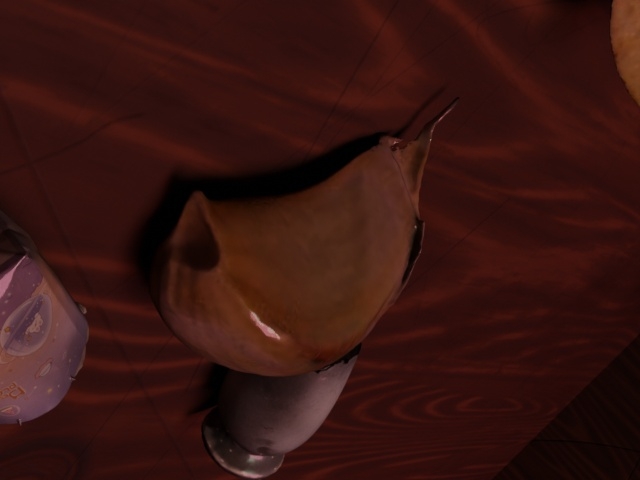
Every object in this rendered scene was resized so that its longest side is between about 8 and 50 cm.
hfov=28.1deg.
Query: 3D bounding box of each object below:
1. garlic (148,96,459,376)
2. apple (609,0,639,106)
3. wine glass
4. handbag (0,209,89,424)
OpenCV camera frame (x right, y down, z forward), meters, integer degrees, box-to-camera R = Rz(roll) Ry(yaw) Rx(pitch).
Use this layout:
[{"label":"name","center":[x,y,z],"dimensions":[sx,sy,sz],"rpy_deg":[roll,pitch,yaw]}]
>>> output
[{"label":"garlic","center":[0.005,0.008,1.103],"dimensions":[0.338,0.151,0.196],"rpy_deg":[-23,138,-41]},{"label":"apple","center":[0.402,-0.252,1.128],"dimensions":[0.314,0.252,0.309],"rpy_deg":[-22,162,-35]},{"label":"wine glass","center":[-0.041,0.151,1.302],"dimensions":[0.111,0.111,0.204],"rpy_deg":[-16,150,-46]},{"label":"handbag","center":[-0.224,0.061,0.880],"dimensions":[0.117,0.095,0.173],"rpy_deg":[-35,153,-7]}]
